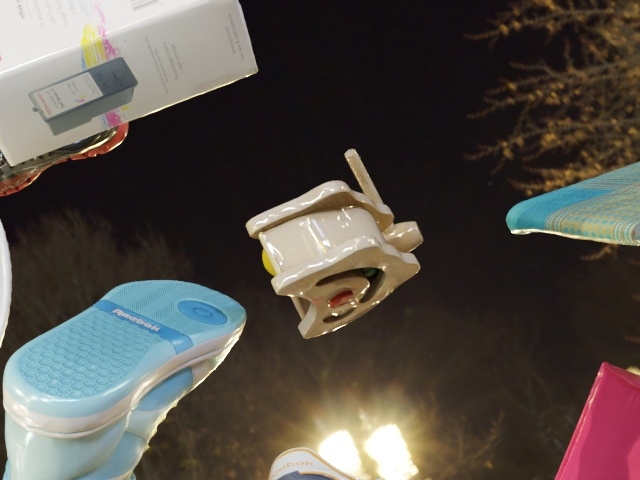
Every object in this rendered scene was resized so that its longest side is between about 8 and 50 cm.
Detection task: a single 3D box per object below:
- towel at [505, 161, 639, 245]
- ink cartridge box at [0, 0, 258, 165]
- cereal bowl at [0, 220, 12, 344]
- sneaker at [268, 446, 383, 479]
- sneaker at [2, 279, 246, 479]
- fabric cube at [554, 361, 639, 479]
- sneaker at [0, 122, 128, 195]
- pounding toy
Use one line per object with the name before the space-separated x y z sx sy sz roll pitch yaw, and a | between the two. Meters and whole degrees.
towel | 0.392 -0.048 1.075 0.271 0.040 0.370 -19 9 -10
ink cartridge box | -0.270 -0.216 1.035 0.353 0.207 0.119 -21 -40 -6
cereal bowl | -0.453 0.041 0.875 0.339 0.339 0.141 -27 4 -18
sneaker | 0.054 0.322 0.958 0.126 0.127 0.321 -27 -56 10
sneaker | -0.193 0.166 0.933 0.319 0.127 0.208 -25 -45 -60
fabric cube | 0.405 0.308 1.036 0.259 0.258 0.254 -59 -11 -87
sneaker | -0.420 -0.144 1.415 0.276 0.098 0.135 -23 -5 -3
pounding toy | 0.000 0.000 1.030 0.154 0.155 0.269 -33 -22 16
